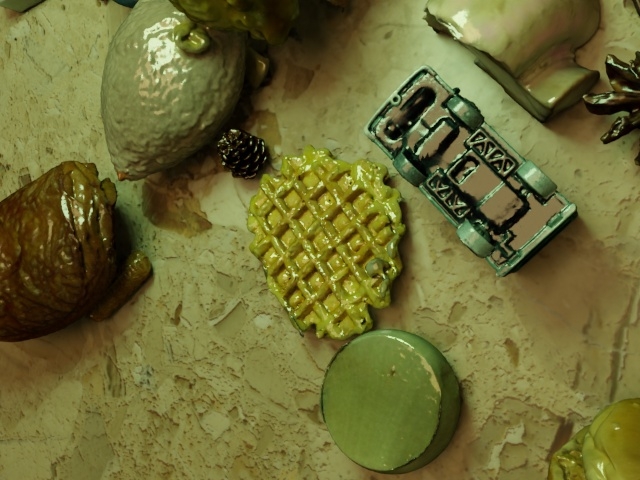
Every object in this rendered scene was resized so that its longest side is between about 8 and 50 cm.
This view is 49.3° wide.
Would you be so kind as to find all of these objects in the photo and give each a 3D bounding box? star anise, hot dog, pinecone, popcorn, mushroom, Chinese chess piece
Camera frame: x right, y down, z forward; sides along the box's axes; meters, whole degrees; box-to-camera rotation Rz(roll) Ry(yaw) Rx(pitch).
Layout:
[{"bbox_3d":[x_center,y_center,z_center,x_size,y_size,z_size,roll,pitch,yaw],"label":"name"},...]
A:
[{"bbox_3d":[0.408,-0.194,0.809,0.177,0.073,0.234,16,96,13],"label":"star anise"},{"bbox_3d":[-0.484,0.017,1.189,0.387,0.174,0.267,-27,63,21],"label":"hot dog"},{"bbox_3d":[-0.122,-0.135,1.081,0.077,0.083,0.077,-3,77,13],"label":"pinecone"},{"bbox_3d":[-0.113,-0.380,0.921,0.251,0.206,0.237,45,132,-7],"label":"popcorn"},{"bbox_3d":[0.249,-0.285,0.856,0.173,0.162,0.236,-48,67,17],"label":"mushroom"},{"bbox_3d":[0.093,0.213,0.932,0.188,0.083,0.189,-5,80,30],"label":"Chinese chess piece"}]

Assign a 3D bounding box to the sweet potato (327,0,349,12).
[{"bbox_3d":[0.043,-0.479,0.943,0.131,0.131,0.337,54,137,22],"label":"sweet potato"}]

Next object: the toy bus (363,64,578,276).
[{"bbox_3d":[0.189,-0.085,0.874,0.128,0.147,0.256,-46,71,15],"label":"toy bus"}]

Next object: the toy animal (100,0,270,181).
[{"bbox_3d":[-0.230,-0.252,1.092,0.226,0.188,0.359,24,96,34],"label":"toy animal"}]

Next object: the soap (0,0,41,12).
[{"bbox_3d":[-0.600,-0.561,1.392,0.121,0.064,0.183,-17,77,23],"label":"soap"}]

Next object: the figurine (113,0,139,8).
[{"bbox_3d":[-0.350,-0.599,1.202,0.297,0.243,0.416,-26,93,14],"label":"figurine"}]

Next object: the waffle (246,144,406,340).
[{"bbox_3d":[0.002,0.000,1.016,0.262,0.060,0.281,6,86,31],"label":"waffle"}]

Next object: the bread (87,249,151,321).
[{"bbox_3d":[-0.348,0.079,1.197,0.157,0.044,0.052,-43,59,17],"label":"bread"}]

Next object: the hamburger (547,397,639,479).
[{"bbox_3d":[0.362,0.284,0.661,0.319,0.318,0.158,48,122,23],"label":"hamburger"}]
